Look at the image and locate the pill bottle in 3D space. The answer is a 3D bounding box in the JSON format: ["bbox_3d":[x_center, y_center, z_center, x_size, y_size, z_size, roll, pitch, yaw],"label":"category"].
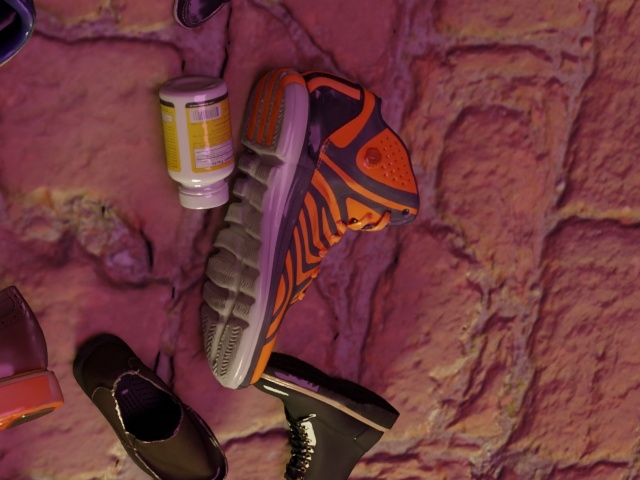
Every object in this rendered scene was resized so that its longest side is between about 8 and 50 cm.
[{"bbox_3d":[-0.115,-0.092,1.368,0.065,0.065,0.116,-14,114,-24],"label":"pill bottle"}]

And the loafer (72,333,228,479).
[{"bbox_3d":[-0.161,0.188,1.435,0.080,0.078,0.220,-45,123,-8],"label":"loafer"}]

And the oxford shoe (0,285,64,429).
[{"bbox_3d":[-0.418,0.136,1.273,0.364,0.130,0.132,-14,82,-17],"label":"oxford shoe"}]

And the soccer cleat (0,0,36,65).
[{"bbox_3d":[-0.359,-0.129,1.184,0.289,0.121,0.093,-37,122,-12],"label":"soccer cleat"}]

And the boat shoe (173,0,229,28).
[{"bbox_3d":[-0.085,-0.245,1.344,0.125,0.038,0.046,-47,123,-7],"label":"boat shoe"}]

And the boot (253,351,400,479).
[{"bbox_3d":[-0.021,0.205,1.527,0.198,0.077,0.137,28,98,-32],"label":"boot"}]

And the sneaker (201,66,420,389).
[{"bbox_3d":[0.000,0.000,1.430,0.180,0.124,0.321,9,103,-30],"label":"sneaker"}]
